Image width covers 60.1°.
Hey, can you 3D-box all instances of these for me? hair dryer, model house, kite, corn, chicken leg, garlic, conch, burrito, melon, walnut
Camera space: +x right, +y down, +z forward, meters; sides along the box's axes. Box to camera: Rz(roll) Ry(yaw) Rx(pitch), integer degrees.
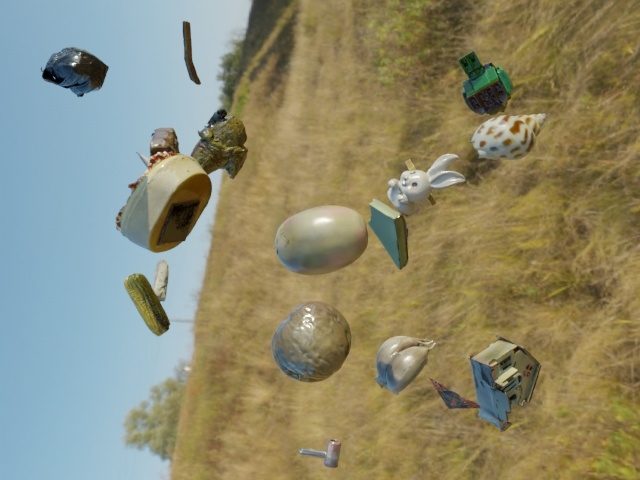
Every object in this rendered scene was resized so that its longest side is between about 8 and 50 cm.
[{"bbox_3d":[-0.007,0.536,1.408,0.037,0.114,0.063,134,145,-84],"label":"hair dryer"},{"bbox_3d":[0.701,0.512,2.050,0.169,0.244,0.326,18,130,53],"label":"model house"},{"bbox_3d":[0.491,0.596,2.062,0.008,0.222,0.125,-44,-29,-39],"label":"kite"},{"bbox_3d":[-0.511,0.188,1.638,0.203,0.072,0.072,62,176,-2],"label":"corn"},{"bbox_3d":[-0.388,-0.282,1.994,0.361,0.211,0.140,-57,25,-3],"label":"chicken leg"},{"bbox_3d":[0.333,0.487,2.177,0.292,0.237,0.210,-54,47,3],"label":"garlic"},{"bbox_3d":[0.694,-0.383,2.004,0.183,0.274,0.149,61,156,6],"label":"conch"},{"bbox_3d":[-0.655,0.164,2.271,0.064,0.064,0.203,100,168,-50],"label":"burrito"},{"bbox_3d":[0.000,0.000,1.821,0.223,0.316,0.223,-11,-90,-80],"label":"melon"},{"bbox_3d":[-0.022,0.308,1.672,0.248,0.248,0.249,-175,90,-86],"label":"walnut"}]

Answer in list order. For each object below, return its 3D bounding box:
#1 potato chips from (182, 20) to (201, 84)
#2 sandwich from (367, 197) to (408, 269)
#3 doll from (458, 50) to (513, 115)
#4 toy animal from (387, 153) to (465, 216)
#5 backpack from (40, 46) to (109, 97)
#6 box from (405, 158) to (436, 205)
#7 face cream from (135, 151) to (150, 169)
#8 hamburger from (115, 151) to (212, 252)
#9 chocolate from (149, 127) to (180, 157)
[{"bbox_3d":[-0.399,-0.573,1.692,0.026,0.037,0.204,-50,-29,-40],"label":"potato chips"},{"bbox_3d":[0.271,-0.034,2.242,0.212,0.063,0.245,40,147,50],"label":"sandwich"},{"bbox_3d":[0.387,-0.356,1.286,0.186,0.106,0.134,-14,-103,-61],"label":"doll"},{"bbox_3d":[0.298,-0.172,1.608,0.220,0.130,0.104,-39,45,32],"label":"toy animal"},{"bbox_3d":[-0.586,-0.415,1.348,0.120,0.165,0.106,31,-108,-48],"label":"backpack"},{"bbox_3d":[0.337,-0.194,1.854,0.156,0.022,0.089,50,-162,-32],"label":"box"},{"bbox_3d":[-0.517,-0.205,1.839,0.058,0.244,0.092,-46,14,-7],"label":"face cream"},{"bbox_3d":[-0.435,-0.107,1.552,0.295,0.151,0.227,-59,-23,7],"label":"hamburger"},{"bbox_3d":[-0.614,-0.354,2.200,0.214,0.093,0.148,-103,7,-56],"label":"chocolate"}]
